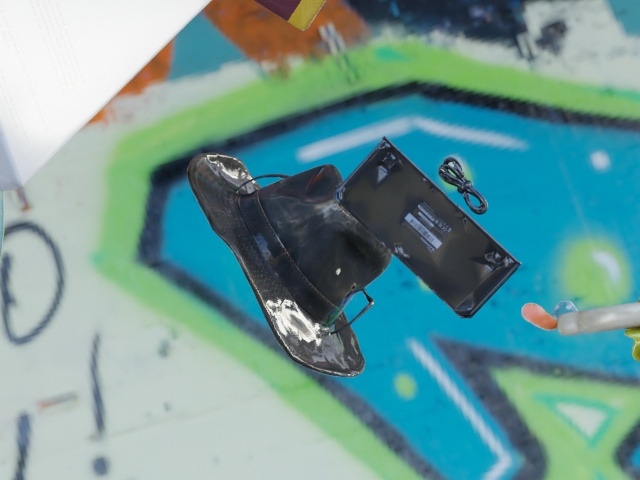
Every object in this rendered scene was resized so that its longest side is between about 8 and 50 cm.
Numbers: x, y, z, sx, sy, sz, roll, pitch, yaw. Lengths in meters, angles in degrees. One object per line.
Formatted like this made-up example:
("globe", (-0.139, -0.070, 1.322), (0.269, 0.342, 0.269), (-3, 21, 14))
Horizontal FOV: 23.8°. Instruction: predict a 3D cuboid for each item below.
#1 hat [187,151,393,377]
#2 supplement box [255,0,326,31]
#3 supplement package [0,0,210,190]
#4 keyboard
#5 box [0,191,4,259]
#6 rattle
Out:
("hat", (0.000, 0.000, 1.692), (0.134, 0.331, 0.331), (-32, -16, 13))
("supplement box", (-0.040, -0.345, 1.463), (0.191, 0.194, 0.129), (-53, 13, 23))
("supplement package", (-0.217, -0.164, 0.937), (0.175, 0.178, 0.293), (-6, 27, 24))
("keyboard", (0.111, -0.022, 1.456), (0.108, 0.180, 0.023), (-48, -7, 11))
("box", (-0.432, 0.032, 1.516), (0.213, 0.243, 0.117), (3, -41, -8))
("rattle", (0.331, 0.128, 1.723), (0.199, 0.143, 0.130), (-14, 10, 35))
